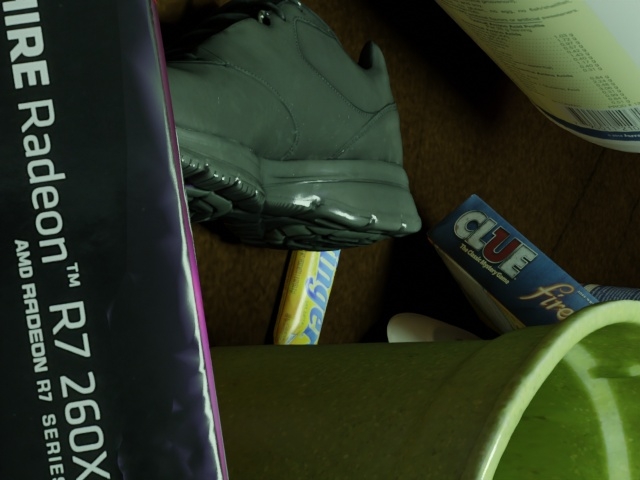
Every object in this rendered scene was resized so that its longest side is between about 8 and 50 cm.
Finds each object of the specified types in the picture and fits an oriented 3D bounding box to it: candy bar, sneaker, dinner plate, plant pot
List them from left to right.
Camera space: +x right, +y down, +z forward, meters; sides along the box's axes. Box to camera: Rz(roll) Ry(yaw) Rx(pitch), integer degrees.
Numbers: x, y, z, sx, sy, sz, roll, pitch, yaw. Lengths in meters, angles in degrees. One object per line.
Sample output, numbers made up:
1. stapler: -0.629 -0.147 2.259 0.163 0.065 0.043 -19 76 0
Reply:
1. sneaker: -0.051 -0.068 0.927 0.286 0.109 0.130 11 74 -59
2. candy bar: 0.000 0.000 1.056 0.040 0.018 0.162 30 71 -51
3. plant pot: 0.032 0.154 0.920 0.276 0.253 0.276 -11 104 -53
4. dinner plate: 0.101 0.088 1.116 0.141 0.141 0.017 11 121 -53

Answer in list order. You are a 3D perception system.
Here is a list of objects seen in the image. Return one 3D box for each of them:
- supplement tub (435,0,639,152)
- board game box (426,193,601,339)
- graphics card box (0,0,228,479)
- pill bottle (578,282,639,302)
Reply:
1. supplement tub: 0.153 -0.218 1.055 0.325 0.235 0.235 38 64 -49
2. board game box: 0.170 0.095 1.137 0.042 0.165 0.243 -40 133 -5
3. graphics card box: -0.102 -0.014 0.677 0.094 0.233 0.371 -8 90 -9
4. pill bottle: 0.225 0.067 1.281 0.067 0.120 0.067 -8 100 -53
